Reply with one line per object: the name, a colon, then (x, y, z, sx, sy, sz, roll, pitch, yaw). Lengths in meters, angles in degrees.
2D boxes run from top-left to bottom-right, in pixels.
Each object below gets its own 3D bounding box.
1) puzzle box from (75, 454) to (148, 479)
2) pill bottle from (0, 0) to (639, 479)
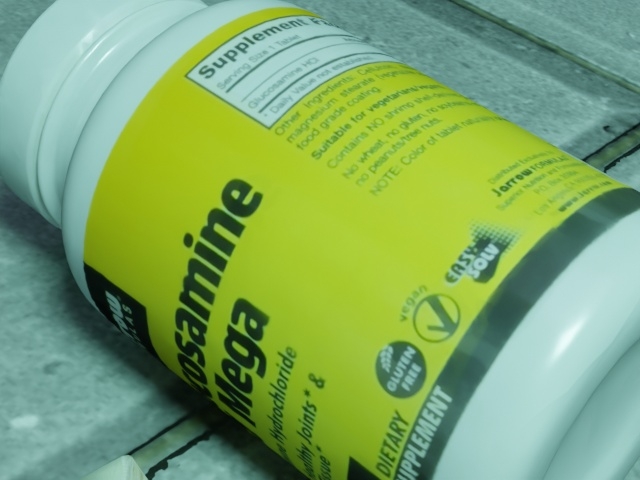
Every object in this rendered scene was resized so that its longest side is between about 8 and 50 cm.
puzzle box: (-0.141, 0.209, 0.195, 0.272, 0.052, 0.409, -29, 19, 7)
pill bottle: (0.000, 0.000, 0.630, 0.334, 0.188, 0.188, 33, 40, 28)
